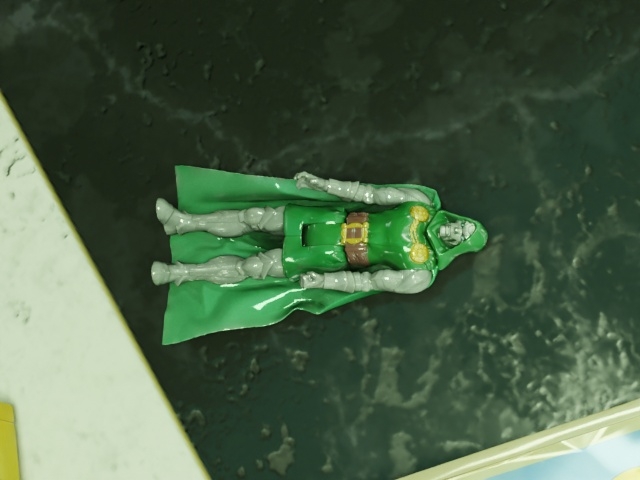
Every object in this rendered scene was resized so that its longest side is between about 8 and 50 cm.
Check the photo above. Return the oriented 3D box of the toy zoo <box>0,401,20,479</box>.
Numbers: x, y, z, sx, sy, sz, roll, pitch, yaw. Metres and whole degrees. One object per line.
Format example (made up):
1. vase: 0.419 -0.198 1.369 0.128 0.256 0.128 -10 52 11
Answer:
1. toy zoo: -0.301 0.237 0.826 0.192 0.030 0.293 -17 69 15

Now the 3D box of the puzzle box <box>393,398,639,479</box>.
1. puzzle box: 0.215 0.235 0.697 0.409 0.052 0.272 -21 75 10

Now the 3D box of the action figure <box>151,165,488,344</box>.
1. action figure: 0.000 0.000 0.800 0.232 0.063 0.137 -3 75 11
